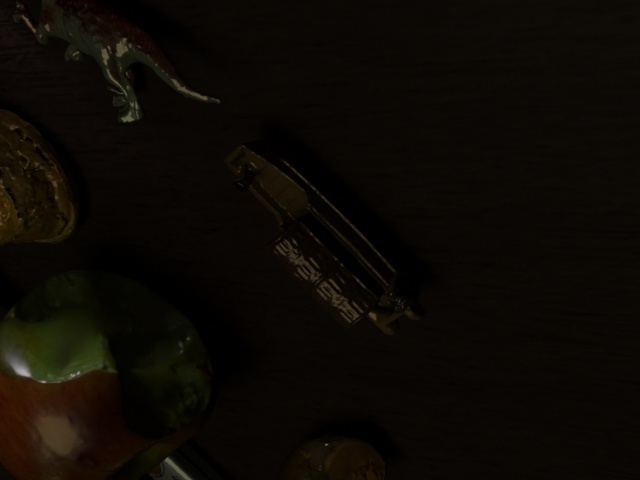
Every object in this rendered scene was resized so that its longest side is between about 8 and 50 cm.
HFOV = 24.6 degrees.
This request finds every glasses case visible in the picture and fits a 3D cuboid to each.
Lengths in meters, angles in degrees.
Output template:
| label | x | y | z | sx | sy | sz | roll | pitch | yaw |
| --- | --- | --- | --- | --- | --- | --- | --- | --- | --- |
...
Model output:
| label | x | y | z | sx | sy | sz | roll | pitch | yaw |
| --- | --- | --- | --- | --- | --- | --- | --- | --- | --- |
| glasses case | -0.171 | 0.272 | 1.761 | 0.178 | 0.045 | 0.067 | 44 | 141 | -1 |

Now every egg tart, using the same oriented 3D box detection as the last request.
| label | x | y | z | sx | sy | sz | roll | pitch | yaw |
| --- | --- | --- | --- | --- | --- | --- | --- | --- | --- |
| egg tart | -0.343 | -0.060 | 1.579 | 0.191 | 0.074 | 0.191 | 22 | 135 | 23 |

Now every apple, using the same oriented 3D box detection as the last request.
| label | x | y | z | sx | sy | sz | roll | pitch | yaw |
| --- | --- | --- | --- | --- | --- | --- | --- | --- | --- |
| apple | -0.244 | 0.147 | 1.552 | 0.226 | 0.246 | 0.246 | 54 | 144 | 13 |

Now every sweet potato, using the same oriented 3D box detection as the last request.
| label | x | y | z | sx | sy | sz | roll | pitch | yaw |
| --- | --- | --- | --- | --- | --- | --- | --- | --- | --- |
| sweet potato | -0.001 | 0.295 | 1.604 | 0.112 | 0.085 | 0.286 | 27 | 140 | 12 |

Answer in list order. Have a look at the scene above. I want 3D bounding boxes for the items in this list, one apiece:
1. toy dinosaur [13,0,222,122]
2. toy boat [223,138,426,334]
| label | x | y | z | sx | sy | sz | roll | pitch | yaw |
| --- | --- | --- | --- | --- | --- | --- | --- | --- | --- |
| toy dinosaur | -0.189 | -0.184 | 1.337 | 0.242 | 0.053 | 0.167 | 20 | 130 | 39 |
| toy boat | 0.000 | 0.000 | 1.323 | 0.226 | 0.088 | 0.068 | 46 | 143 | -5 |
